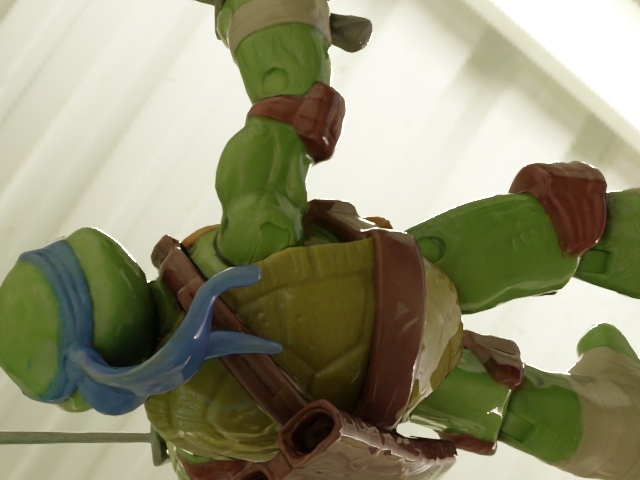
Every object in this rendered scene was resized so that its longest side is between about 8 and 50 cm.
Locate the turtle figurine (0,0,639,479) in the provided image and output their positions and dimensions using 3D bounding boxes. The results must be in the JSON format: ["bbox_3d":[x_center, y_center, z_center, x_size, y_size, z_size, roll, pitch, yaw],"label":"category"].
[{"bbox_3d":[0.000,0.000,0.566,0.266,0.275,0.197,6,-93,-26],"label":"turtle figurine"}]
